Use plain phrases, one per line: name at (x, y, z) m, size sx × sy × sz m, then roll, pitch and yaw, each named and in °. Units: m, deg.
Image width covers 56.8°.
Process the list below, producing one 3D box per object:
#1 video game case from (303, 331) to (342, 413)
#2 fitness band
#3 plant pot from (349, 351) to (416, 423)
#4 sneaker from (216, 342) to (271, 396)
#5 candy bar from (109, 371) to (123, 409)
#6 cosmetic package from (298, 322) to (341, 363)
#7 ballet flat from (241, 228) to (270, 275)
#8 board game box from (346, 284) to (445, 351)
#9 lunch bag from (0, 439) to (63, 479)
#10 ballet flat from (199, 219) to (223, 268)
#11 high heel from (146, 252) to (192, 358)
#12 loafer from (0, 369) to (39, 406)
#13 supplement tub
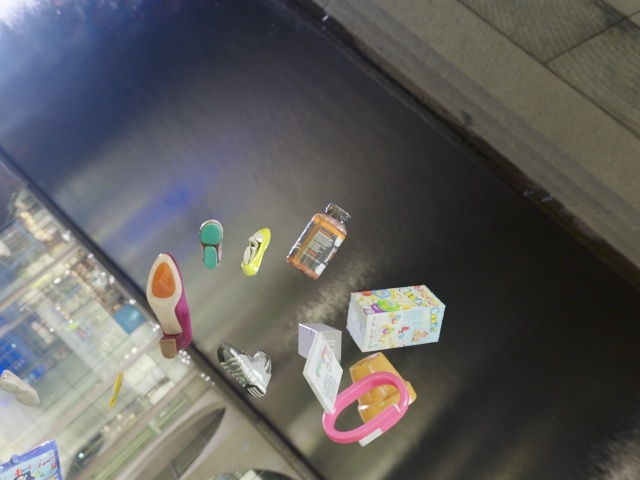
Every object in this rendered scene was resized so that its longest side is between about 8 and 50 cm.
video game case at (0.009, 0.342, 1.540) m, size 0.019 × 0.157 × 0.143 m, roll -18°, pitch 115°, yaw 23°
fitness band at (0.142, 0.527, 1.865) m, size 0.054 × 0.290 × 0.209 m, roll 63°, pitch 170°, yaw -29°
plant pot at (0.200, 0.501, 2.059) m, size 0.188 × 0.205 × 0.205 m, roll 63°, pitch 163°, yaw 5°
sneaker at (-0.237, 0.387, 1.917) m, size 0.086 × 0.132 × 0.229 m, roll -16°, pitch 118°, yaw 35°
candy bar at (-0.567, 0.418, 1.640) m, size 0.018 × 0.040 × 0.161 m, roll 17°, pitch 135°, yaw -15°
cosmetic package at (-0.006, 0.386, 2.229) m, size 0.238 × 0.107 × 0.127 m, roll 174°, pitch 97°, yaw -69°
ballet flat at (-0.259, 0.031, 2.344) m, size 0.077 × 0.231 × 0.077 m, roll -7°, pitch 142°, yaw 33°
board game box at (0.243, 0.252, 1.940) m, size 0.142 × 0.275 × 0.145 m, roll -128°, pitch 39°, yaw -58°
lunch bag at (-0.921, 0.715, 1.811) m, size 0.138 × 0.220 × 0.293 m, roll 51°, pitch 141°, yaw 25°
ballet flat at (-0.351, -0.003, 1.925) m, size 0.076 × 0.079 × 0.222 m, roll 7°, pitch 134°, yaw -2°
high heel at (-0.514, 0.209, 2.058) m, size 0.181 × 0.127 × 0.378 m, roll -69°, pitch -17°, yaw -74°
loafer at (-0.705, 0.347, 1.394) m, size 0.125 × 0.045 × 0.039 m, roll 67°, pitch 180°, yaw -46°
supplement tub at (0.000, 0.000, 1.592) m, size 0.106 × 0.198 × 0.106 m, roll 34°, pitch 177°, yaw 2°
